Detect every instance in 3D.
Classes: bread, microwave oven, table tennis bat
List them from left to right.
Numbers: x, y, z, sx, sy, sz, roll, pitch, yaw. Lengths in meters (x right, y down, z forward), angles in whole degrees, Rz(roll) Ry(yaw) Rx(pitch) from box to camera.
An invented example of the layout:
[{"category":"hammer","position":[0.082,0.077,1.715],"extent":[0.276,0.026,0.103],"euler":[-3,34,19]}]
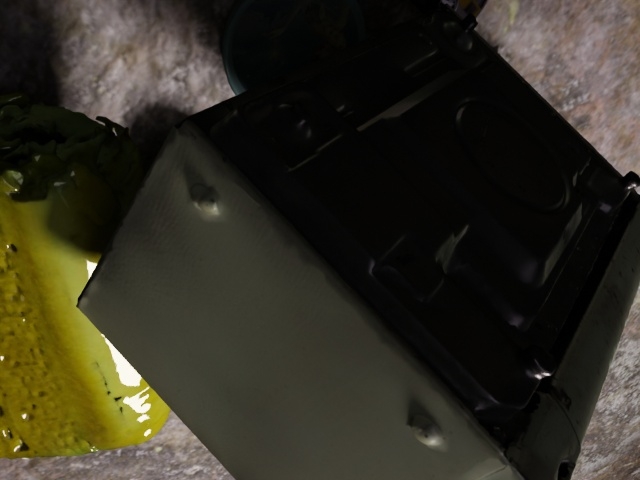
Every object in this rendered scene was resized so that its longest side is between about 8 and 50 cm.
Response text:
[{"category":"bread","position":[-0.270,0.045,0.685],"extent":[0.251,0.208,0.376],"euler":[0,128,0]},{"category":"table tennis bat","position":[-0.032,-0.159,0.742],"extent":[0.149,0.038,0.237],"euler":[-3,126,-22]},{"category":"microwave oven","position":[0.076,0.008,0.592],"extent":[0.247,0.333,0.394],"euler":[-45,177,41]}]

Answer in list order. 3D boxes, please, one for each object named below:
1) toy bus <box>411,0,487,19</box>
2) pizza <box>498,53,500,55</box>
[{"category":"toy bus","position":[0.099,-0.274,0.687],"extent":[0.072,0.057,0.172],"euler":[-48,131,9]},{"category":"pizza","position":[0.160,-0.136,0.843],"extent":[0.176,0.036,0.184],"euler":[-42,132,13]}]
